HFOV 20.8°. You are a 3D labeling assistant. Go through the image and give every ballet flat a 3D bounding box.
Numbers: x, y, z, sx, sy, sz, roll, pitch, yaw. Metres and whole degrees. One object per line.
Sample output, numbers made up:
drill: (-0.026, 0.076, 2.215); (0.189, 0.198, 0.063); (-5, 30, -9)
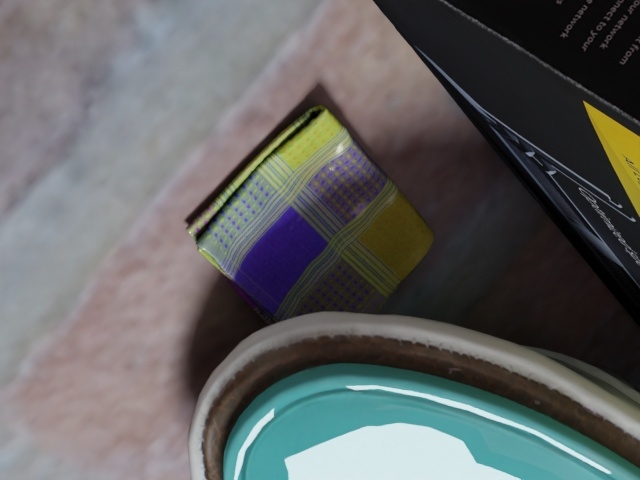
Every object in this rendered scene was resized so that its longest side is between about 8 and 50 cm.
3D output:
ballet flat: (0.127, 0.122, 0.613); (0.400, 0.139, 0.139); (29, 99, -17)

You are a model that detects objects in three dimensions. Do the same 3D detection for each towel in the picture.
towel: (0.000, 0.000, 0.537); (0.060, 0.009, 0.083); (-45, 137, -4)

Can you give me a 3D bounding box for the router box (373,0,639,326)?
router box: (0.158, 0.008, 0.505); (0.081, 0.243, 0.309); (-48, 138, -2)
